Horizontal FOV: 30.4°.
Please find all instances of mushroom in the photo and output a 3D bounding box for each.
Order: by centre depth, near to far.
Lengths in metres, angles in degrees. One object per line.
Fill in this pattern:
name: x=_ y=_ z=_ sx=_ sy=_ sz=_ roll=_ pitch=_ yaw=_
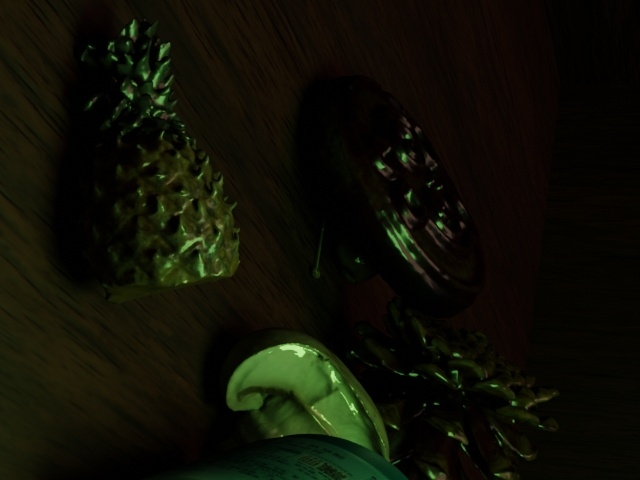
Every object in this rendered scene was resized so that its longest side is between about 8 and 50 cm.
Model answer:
mushroom: x=-0.034 y=0.229 z=1.499 sx=0.253 sy=0.195 sz=0.189 roll=53 pitch=5 yaw=-5
mushroom: x=0.059 y=0.009 z=1.885 sx=0.127 sy=0.087 sz=0.127 roll=52 pitch=25 yaw=-37

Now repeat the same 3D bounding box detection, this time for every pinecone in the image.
pinecone: x=0.155 y=0.295 z=1.816 sx=0.384 sy=0.384 sz=0.384 roll=2 pitch=90 yaw=-70

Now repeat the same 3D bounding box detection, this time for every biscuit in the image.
biscuit: x=0.129 y=-0.075 z=1.786 sx=0.407 sy=0.091 sz=0.407 roll=48 pitch=25 yaw=-32

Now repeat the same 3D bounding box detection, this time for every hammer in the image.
hammer: x=0.000 y=0.000 z=1.798 sx=0.029 sy=0.014 sz=0.123 roll=72 pitch=24 yaw=-64

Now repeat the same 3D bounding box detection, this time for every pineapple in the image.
pineapple: x=-0.168 y=-0.085 z=1.142 sx=0.158 sy=0.158 sz=0.278 roll=-5 pitch=85 yaw=-70

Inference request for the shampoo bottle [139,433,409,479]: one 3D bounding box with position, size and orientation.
shampoo bottle: x=-0.066 y=0.376 z=1.190 sx=0.343 sy=0.331 sz=0.331 roll=8 pitch=85 yaw=-70
